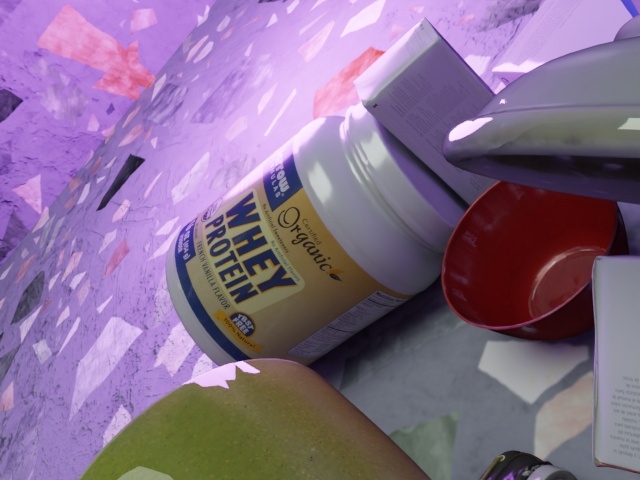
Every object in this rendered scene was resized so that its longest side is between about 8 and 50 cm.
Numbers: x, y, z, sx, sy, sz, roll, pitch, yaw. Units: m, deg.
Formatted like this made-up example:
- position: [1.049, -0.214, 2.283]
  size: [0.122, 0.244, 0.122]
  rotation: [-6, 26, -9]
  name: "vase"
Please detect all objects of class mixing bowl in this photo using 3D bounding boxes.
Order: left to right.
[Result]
- position: [0.214, 0.024, 0.738]
  size: [0.181, 0.098, 0.181]
  rotation: [-32, 37, 28]
  name: "mixing bowl"

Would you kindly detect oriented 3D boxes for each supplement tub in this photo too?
- position: [0.000, 0.000, 0.917]
  size: [0.316, 0.228, 0.228]
  rotation: [-37, 35, 24]
  name: "supplement tub"

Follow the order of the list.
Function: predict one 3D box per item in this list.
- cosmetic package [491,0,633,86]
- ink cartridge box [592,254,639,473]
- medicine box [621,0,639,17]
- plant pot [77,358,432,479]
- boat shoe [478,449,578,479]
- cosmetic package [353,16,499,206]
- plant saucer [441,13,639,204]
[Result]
- position: [0.294, -0.196, 0.835]
  size: [0.117, 0.085, 0.231]
  rotation: [-53, 23, 1]
  name: "cosmetic package"
- position: [0.358, 0.072, 0.424]
  size: [0.309, 0.272, 0.130]
  rotation: [-1, 88, 54]
  name: "ink cartridge box"
- position: [0.397, -0.262, 0.628]
  size: [0.289, 0.263, 0.149]
  rotation: [-51, 31, 3]
  name: "medicine box"
- position: [0.021, 0.256, 0.469]
  size: [0.293, 0.275, 0.274]
  rotation: [25, 79, 41]
  name: "plant pot"
- position: [0.122, 0.273, 0.632]
  size: [0.227, 0.081, 0.069]
  rotation: [-52, 28, -13]
  name: "boat shoe"
- position: [0.150, -0.113, 0.823]
  size: [0.099, 0.239, 0.060]
  rotation: [-41, 34, 17]
  name: "cosmetic package"
- position: [0.277, -0.067, 0.463]
  size: [0.400, 0.400, 0.100]
  rotation: [12, 93, 56]
  name: "plant saucer"
